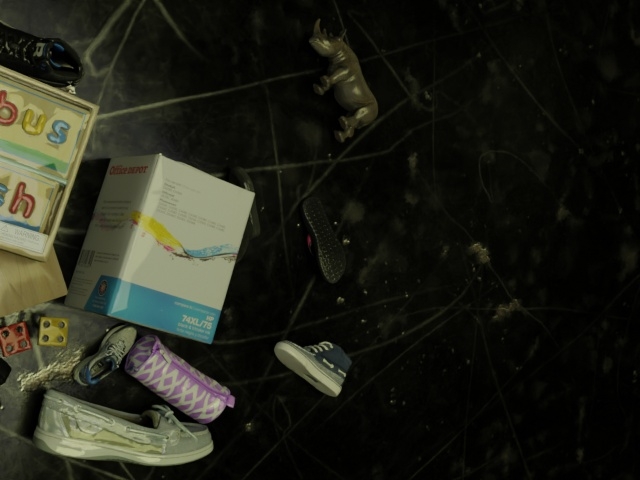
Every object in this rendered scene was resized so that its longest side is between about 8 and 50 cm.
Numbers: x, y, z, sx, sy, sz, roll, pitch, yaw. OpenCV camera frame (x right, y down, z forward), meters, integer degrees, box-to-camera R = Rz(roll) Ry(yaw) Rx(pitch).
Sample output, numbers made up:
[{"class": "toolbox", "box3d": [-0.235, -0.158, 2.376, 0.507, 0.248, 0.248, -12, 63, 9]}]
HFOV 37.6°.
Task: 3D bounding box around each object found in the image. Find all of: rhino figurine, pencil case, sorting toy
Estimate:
[{"class": "rhino figurine", "box3d": [0.040, -0.327, 1.874, 0.106, 0.073, 0.243, -32, 109, -26]}, {"class": "pencil case", "box3d": [-0.253, 0.246, 1.677, 0.206, 0.088, 0.086, 42, 34, -32]}, {"class": "sorting toy", "box3d": [-0.493, 0.054, 1.517, 0.132, 0.046, 0.274, -21, 98, -33]}]

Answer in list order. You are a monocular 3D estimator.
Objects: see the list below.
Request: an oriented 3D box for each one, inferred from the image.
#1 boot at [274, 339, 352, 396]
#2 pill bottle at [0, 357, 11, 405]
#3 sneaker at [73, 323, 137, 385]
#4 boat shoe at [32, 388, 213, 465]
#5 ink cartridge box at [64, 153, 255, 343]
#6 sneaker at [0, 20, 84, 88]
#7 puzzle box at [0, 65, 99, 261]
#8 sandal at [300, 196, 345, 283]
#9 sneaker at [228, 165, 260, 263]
[{"class": "boot", "box3d": [-0.014, 0.229, 1.870, 0.190, 0.069, 0.086, 45, 60, -37]}, {"class": "pill bottle", "box3d": [-0.565, 0.270, 1.424, 0.123, 0.123, 0.219, 41, 56, -30]}, {"class": "sneaker", "box3d": [-0.360, 0.201, 1.618, 0.135, 0.058, 0.052, -49, 118, -24]}, {"class": "boat shoe", "box3d": [-0.327, 0.321, 1.614, 0.320, 0.118, 0.103, 12, 89, -29]}, {"class": "ink cartridge box", "box3d": [-0.272, 0.012, 1.587, 0.197, 0.198, 0.270, 21, 80, -34]}, {"class": "sneaker", "box3d": [-0.472, -0.307, 1.476, 0.217, 0.121, 0.079, 18, 80, -35]}, {"class": "puzzle box", "box3d": [-0.569, -0.155, 1.419, 0.409, 0.052, 0.272, 20, 80, -25]}, {"class": "sandal", "box3d": [0.000, 0.000, 1.885, 0.067, 0.040, 0.179, -18, 88, -39]}, {"class": "sneaker", "box3d": [-0.163, -0.046, 1.752, 0.089, 0.051, 0.170, -24, 109, -37]}]
